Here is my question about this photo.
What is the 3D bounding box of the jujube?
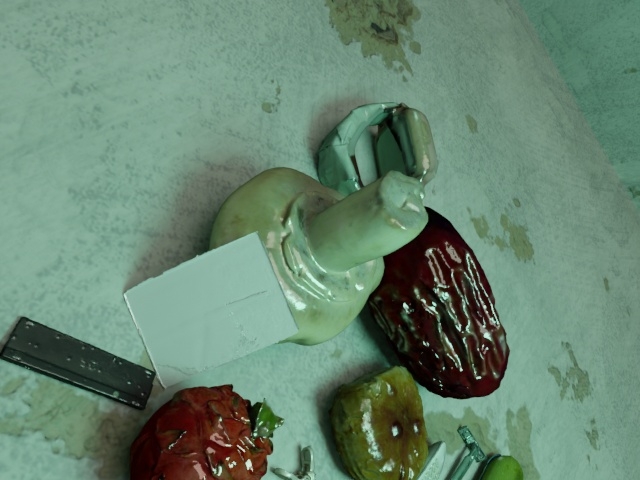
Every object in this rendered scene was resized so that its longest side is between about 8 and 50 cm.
[{"bbox_3d":[0.217,0.122,1.018,0.258,0.258,0.376,-19,92,-43],"label":"jujube"}]

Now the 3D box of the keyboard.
[{"bbox_3d":[-0.314,0.167,0.692,0.195,0.018,0.060,33,46,-26],"label":"keyboard"}]

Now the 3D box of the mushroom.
[{"bbox_3d":[0.000,0.000,0.814,0.314,0.336,0.314,25,50,-33],"label":"mushroom"}]

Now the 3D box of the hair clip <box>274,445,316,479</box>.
[{"bbox_3d":[-0.013,0.447,0.815,0.072,0.034,0.226,-10,80,-39],"label":"hair clip"}]

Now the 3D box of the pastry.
[{"bbox_3d":[0.109,0.325,0.925,0.229,0.100,0.218,30,54,-29],"label":"pastry"}]

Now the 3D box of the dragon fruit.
[{"bbox_3d":[-0.155,0.279,0.673,0.172,0.172,0.209,49,68,-13],"label":"dragon fruit"}]

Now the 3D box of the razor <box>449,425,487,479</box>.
[{"bbox_3d":[0.271,0.474,1.043,0.211,0.036,0.084,-37,95,-44],"label":"razor"}]

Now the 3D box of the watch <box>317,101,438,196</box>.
[{"bbox_3d":[0.109,-0.177,1.125,0.241,0.162,0.253,1,68,-27],"label":"watch"}]

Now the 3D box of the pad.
[{"bbox_3d":[-0.156,0.099,0.732,0.156,0.232,0.004,66,12,3],"label":"pad"}]

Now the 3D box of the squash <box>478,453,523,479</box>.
[{"bbox_3d":[0.320,0.545,1.020,0.341,0.094,0.094,-27,90,-46],"label":"squash"}]

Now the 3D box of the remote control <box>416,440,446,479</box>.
[{"bbox_3d":[0.168,0.453,0.958,0.229,0.044,0.073,-34,129,-38],"label":"remote control"}]
